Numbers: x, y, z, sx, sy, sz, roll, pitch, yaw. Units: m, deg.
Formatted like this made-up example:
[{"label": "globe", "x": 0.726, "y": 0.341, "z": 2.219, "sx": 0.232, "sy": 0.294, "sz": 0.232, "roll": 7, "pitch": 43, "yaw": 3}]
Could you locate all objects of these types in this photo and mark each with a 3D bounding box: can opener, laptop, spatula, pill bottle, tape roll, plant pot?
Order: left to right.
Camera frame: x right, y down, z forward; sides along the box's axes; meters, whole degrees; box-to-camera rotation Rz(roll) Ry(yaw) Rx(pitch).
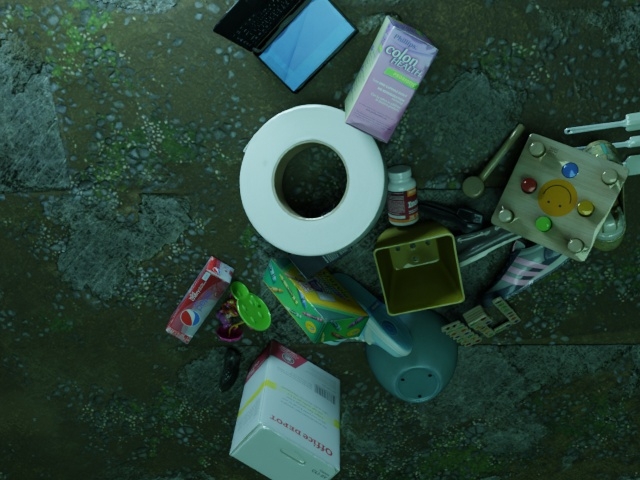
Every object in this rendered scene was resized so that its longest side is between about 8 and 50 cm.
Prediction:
[{"label": "laptop", "x": -0.078, "y": -0.506, "z": 1.501, "sx": 0.234, "sy": 0.264, "sz": 0.137, "roll": -42, "pitch": 71, "yaw": 19}, {"label": "tape roll", "x": -0.020, "y": -0.153, "z": 1.613, "sx": 0.391, "sy": 0.072, "sz": 0.392, "roll": 0, "pitch": 89, "yaw": 16}, {"label": "pill bottle", "x": 0.222, "y": -0.124, "z": 1.708, "sx": 0.086, "sy": 0.086, "sz": 0.152, "roll": -7, "pitch": 116, "yaw": 5}, {"label": "plant pot", "x": 0.284, "y": 0.373, "z": 1.889, "sx": 0.290, "sy": 0.195, "sz": 0.290, "roll": 1, "pitch": 116, "yaw": 2}, {"label": "plant pot", "x": 0.266, "y": 0.055, "z": 1.738, "sx": 0.212, "sy": 0.187, "sz": 0.212, "roll": -12, "pitch": 114, "yaw": 8}, {"label": "can opener", "x": 0.359, "y": -0.072, "z": 1.719, "sx": 0.186, "sy": 0.059, "sz": 0.073, "roll": 20, "pitch": 114, "yaw": 26}, {"label": "spatula", "x": 0.776, "y": -0.247, "z": 1.666, "sx": 0.241, "sy": 0.019, "sz": 0.168, "roll": -8, "pitch": 116, "yaw": 6}]

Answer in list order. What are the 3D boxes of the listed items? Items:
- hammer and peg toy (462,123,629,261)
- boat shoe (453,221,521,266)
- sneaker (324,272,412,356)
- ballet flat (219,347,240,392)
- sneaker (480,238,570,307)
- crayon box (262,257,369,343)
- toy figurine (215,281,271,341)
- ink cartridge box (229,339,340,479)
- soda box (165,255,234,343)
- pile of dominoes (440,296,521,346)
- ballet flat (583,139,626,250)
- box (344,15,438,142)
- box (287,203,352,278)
[{"label": "hammer and peg toy", "x": 0.551, "y": -0.137, "z": 1.583, "sx": 0.361, "sy": 0.127, "sz": 0.266, "roll": 27, "pitch": 102, "yaw": 21}, {"label": "boat shoe", "x": 0.506, "y": -0.042, "z": 1.725, "sx": 0.335, "sy": 0.112, "sz": 0.096, "roll": -30, "pitch": 89, "yaw": 11}, {"label": "sneaker", "x": 0.109, "y": 0.267, "z": 1.847, "sx": 0.319, "sy": 0.127, "sz": 0.208, "roll": 43, "pitch": 120, "yaw": 19}, {"label": "ballet flat", "x": -0.296, "y": 0.422, "z": 2.024, "sx": 0.057, "sy": 0.049, "sz": 0.173, "roll": -10, "pitch": 128, "yaw": -45}, {"label": "sneaker", "x": 0.573, "y": 0.070, "z": 1.799, "sx": 0.319, "sy": 0.112, "sz": 0.131, "roll": -39, "pitch": 82, "yaw": 23}, {"label": "crayon box", "x": -0.016, "y": 0.157, "z": 1.725, "sx": 0.165, "sy": 0.278, "sz": 0.081, "roll": 0, "pitch": 125, "yaw": -42}, {"label": "toy figurine", "x": -0.263, "y": 0.235, "z": 1.898, "sx": 0.159, "sy": 0.130, "sz": 0.173, "roll": -38, "pitch": 88, "yaw": 28}, {"label": "ink cartridge box", "x": -0.093, "y": 0.524, "z": 1.870, "sx": 0.279, "sy": 0.385, "sz": 0.160, "roll": 35, "pitch": 112, "yaw": -14}, {"label": "soda box", "x": -0.363, "y": 0.179, "z": 1.872, "sx": 0.083, "sy": 0.092, "sz": 0.263, "roll": 32, "pitch": 113, "yaw": -14}, {"label": "pile of dominoes", "x": 0.481, "y": 0.258, "z": 1.837, "sx": 0.196, "sy": 0.040, "sz": 0.251, "roll": -33, "pitch": 144, "yaw": 16}, {"label": "ballet flat", "x": 0.763, "y": -0.096, "z": 1.678, "sx": 0.123, "sy": 0.123, "sz": 0.349, "roll": -13, "pitch": 119, "yaw": 8}, {"label": "box", "x": 0.162, "y": -0.392, "z": 1.507, "sx": 0.117, "sy": 0.213, "sz": 0.243, "roll": 23, "pitch": 114, "yaw": -9}, {"label": "box", "x": 0.000, "y": 0.000, "z": 1.737, "sx": 0.158, "sy": 0.156, "sz": 0.093, "roll": -32, "pitch": 112, "yaw": 16}]
